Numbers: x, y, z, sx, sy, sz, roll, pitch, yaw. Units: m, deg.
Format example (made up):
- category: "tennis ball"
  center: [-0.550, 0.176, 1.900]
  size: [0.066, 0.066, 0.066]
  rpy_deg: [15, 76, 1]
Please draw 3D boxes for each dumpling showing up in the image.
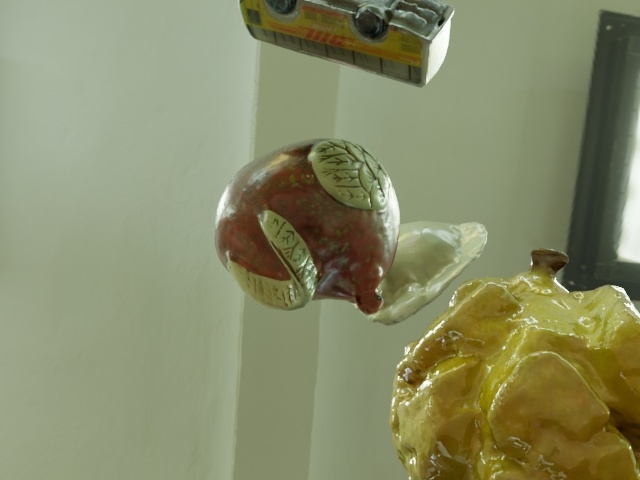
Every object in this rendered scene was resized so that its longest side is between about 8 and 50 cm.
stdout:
- category: "dumpling"
  center: [0.152, 0.054, 1.288]
  size: [0.252, 0.179, 0.131]
  rpy_deg: [-18, -61, 19]

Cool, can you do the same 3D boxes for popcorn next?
- category: "popcorn"
  center: [0.105, 0.086, 0.397]
  size: [0.148, 0.167, 0.152]
  rpy_deg: [28, -124, -16]

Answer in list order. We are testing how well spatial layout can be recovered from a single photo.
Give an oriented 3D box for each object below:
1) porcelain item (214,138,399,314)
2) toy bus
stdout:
- category: "porcelain item"
  center: [0.000, 0.000, 1.012]
  size: [0.252, 0.253, 0.253]
  rpy_deg: [0, -81, -3]
- category: "toy bus"
  center: [0.026, -0.273, 0.983]
  size: [0.268, 0.092, 0.106]
  rpy_deg: [21, -37, 20]
